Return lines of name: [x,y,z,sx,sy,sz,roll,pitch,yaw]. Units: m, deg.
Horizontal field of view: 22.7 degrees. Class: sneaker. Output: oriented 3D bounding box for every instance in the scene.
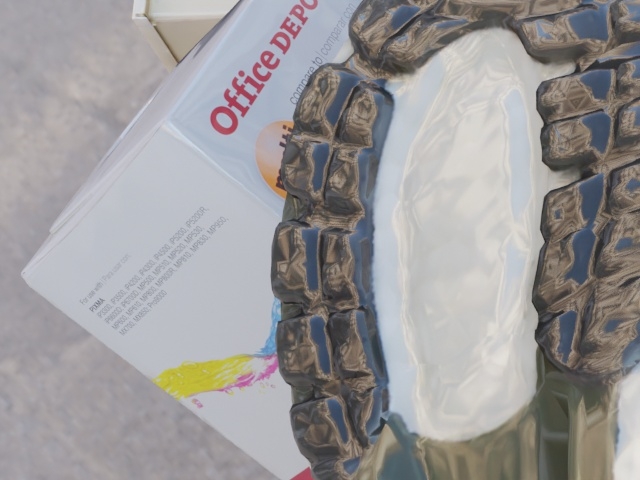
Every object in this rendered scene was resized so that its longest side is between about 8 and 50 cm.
sneaker: [0.094,0.121,0.351,0.158,0.182,0.410,-21,57,46]

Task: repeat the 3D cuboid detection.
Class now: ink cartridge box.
ink cartridge box: [0.000,0.000,0.636,0.127,0.176,0.128,-41,15,45]

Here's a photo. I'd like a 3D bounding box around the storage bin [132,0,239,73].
storage bin: [-0.052,-0.250,1.340,0.123,0.262,0.260,0,72,11]
